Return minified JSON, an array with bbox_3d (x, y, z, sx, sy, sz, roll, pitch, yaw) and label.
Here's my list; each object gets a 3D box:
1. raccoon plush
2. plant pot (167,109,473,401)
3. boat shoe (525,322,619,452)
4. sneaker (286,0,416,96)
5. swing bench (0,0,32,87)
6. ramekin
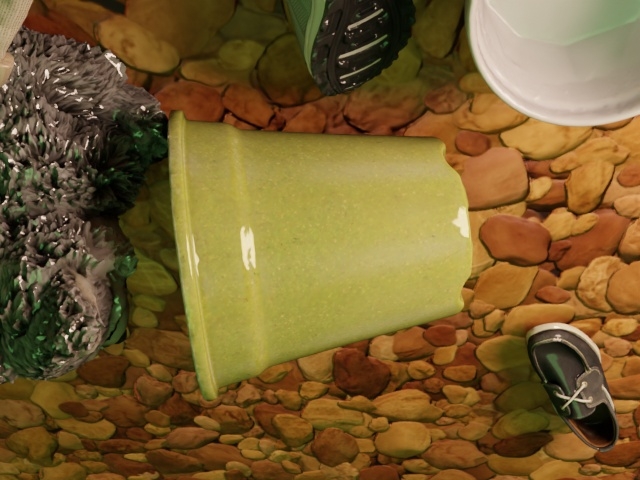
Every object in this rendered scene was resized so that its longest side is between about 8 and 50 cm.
[{"bbox_3d":[-0.328,-0.064,0.603,0.446,0.299,0.216,36,125,-24],"label":"raccoon plush"},{"bbox_3d":[0.000,0.000,0.689,0.254,0.276,0.276,-7,132,-5],"label":"plant pot"},{"bbox_3d":[0.341,0.194,0.940,0.084,0.079,0.233,-21,125,23],"label":"boat shoe"},{"bbox_3d":[0.008,-0.232,0.580,0.100,0.108,0.271,-27,145,-6],"label":"sneaker"},{"bbox_3d":[-0.190,-0.281,0.433,0.165,0.254,0.253,29,127,-20],"label":"swing bench"},{"bbox_3d":[0.218,-0.207,0.570,0.207,0.109,0.207,2,132,2],"label":"ramekin"}]
